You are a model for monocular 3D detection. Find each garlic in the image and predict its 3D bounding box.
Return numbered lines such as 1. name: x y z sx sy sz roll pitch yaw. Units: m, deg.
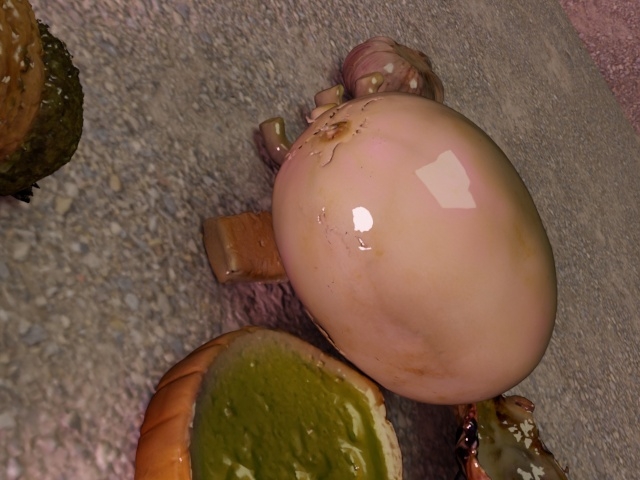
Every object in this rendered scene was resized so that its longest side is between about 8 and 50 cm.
1. garlic: 0.097 -0.210 0.929 0.147 0.102 0.159 31 30 -12

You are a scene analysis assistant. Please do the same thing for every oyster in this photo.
1. oyster: 0.222 0.300 0.716 0.221 0.096 0.361 -19 80 -58

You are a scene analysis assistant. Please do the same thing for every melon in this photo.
1. melon: 0.086 0.011 0.614 0.317 0.223 0.223 52 35 -29

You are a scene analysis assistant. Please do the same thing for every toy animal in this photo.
1. toy animal: 0.042 -0.099 0.775 0.233 0.121 0.169 -23 101 -49

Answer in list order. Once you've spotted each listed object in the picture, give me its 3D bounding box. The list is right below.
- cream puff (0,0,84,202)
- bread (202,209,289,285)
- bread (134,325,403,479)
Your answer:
1. cream puff: -0.232 -0.088 0.427 0.169 0.183 0.183 28 41 -68
2. bread: -0.066 0.008 0.635 0.083 0.035 0.070 -3 66 -43
3. bread: -0.029 0.174 0.528 0.236 0.070 0.236 29 45 -33
